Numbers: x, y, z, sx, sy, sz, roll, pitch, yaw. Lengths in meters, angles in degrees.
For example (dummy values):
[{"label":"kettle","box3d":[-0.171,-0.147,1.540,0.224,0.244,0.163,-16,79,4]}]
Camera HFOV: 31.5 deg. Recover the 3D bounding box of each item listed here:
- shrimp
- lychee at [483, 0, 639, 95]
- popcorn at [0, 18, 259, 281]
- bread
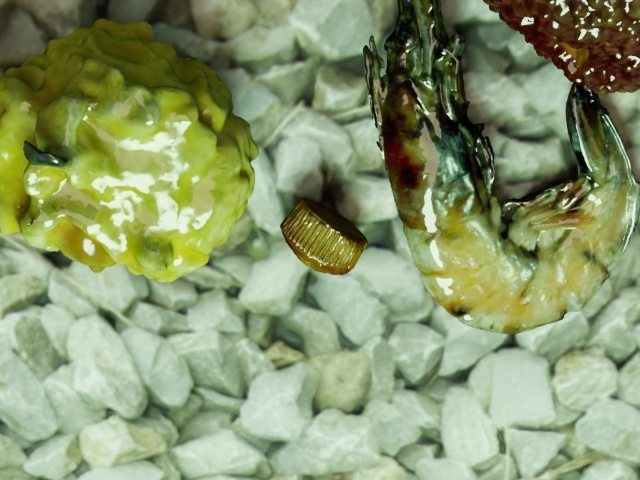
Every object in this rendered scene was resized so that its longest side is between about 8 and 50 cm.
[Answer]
[{"label":"shrimp","box3d":[0.175,-0.081,1.064,0.233,0.071,0.364,-17,108,-1]},{"label":"lychee","box3d":[0.251,-0.256,0.902,0.272,0.271,0.271,1,111,3]},{"label":"popcorn","box3d":[-0.179,-0.073,0.999,0.249,0.225,0.249,-1,103,-3]},{"label":"bread","box3d":[0.000,0.000,1.090,0.085,0.085,0.053,32,102,-9]}]
